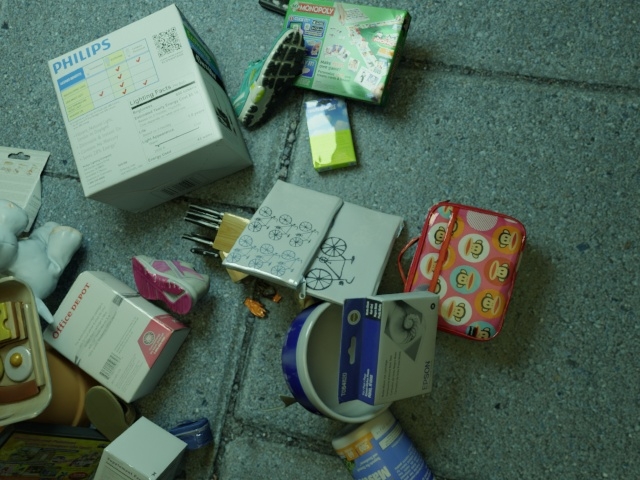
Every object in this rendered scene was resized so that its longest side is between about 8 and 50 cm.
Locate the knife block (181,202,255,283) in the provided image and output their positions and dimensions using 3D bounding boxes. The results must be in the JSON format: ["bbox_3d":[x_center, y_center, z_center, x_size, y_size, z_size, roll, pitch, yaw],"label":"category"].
[{"bbox_3d":[-0.196,-0.025,1.187,0.276,0.088,0.241,-28,81,5],"label":"knife block"}]

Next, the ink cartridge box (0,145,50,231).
[{"bbox_3d":[-0.871,-0.146,1.337,0.189,0.066,0.232,8,64,10],"label":"ink cartridge box"}]

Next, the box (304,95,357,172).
[{"bbox_3d":[0.025,-0.271,1.205,0.109,0.042,0.178,-10,81,7],"label":"box"}]

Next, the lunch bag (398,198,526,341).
[{"bbox_3d":[0.308,0.063,1.090,0.259,0.120,0.292,16,88,15],"label":"lunch bag"}]

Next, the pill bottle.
[{"bbox_3d":[0.158,0.514,1.037,0.152,0.152,0.272,-35,79,3],"label":"pill bottle"}]

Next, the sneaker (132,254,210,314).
[{"bbox_3d":[-0.377,0.099,1.202,0.253,0.111,0.102,24,120,28],"label":"sneaker"}]

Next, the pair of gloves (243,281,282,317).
[{"bbox_3d":[-0.146,0.150,1.199,0.074,0.010,0.083,37,89,11],"label":"pair of gloves"}]

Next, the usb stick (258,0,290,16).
[{"bbox_3d":[-0.034,-0.608,1.254,0.278,0.045,0.077,26,81,11],"label":"usb stick"}]

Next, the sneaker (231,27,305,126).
[{"bbox_3d":[-0.143,-0.412,1.179,0.275,0.107,0.110,-47,67,31],"label":"sneaker"}]

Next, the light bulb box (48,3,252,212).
[{"bbox_3d":[-0.415,-0.310,1.186,0.358,0.225,0.360,-21,80,7],"label":"light bulb box"}]

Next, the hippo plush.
[{"bbox_3d":[-0.769,0.035,1.156,0.235,0.236,0.294,-10,56,25],"label":"hippo plush"}]

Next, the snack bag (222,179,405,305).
[{"bbox_3d":[0.000,0.000,1.084,0.343,0.037,0.323,18,46,10],"label":"snack bag"}]

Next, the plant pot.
[{"bbox_3d":[-0.733,0.390,1.165,0.291,0.203,0.290,-1,84,8],"label":"plant pot"}]

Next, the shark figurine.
[{"bbox_3d":[-0.034,0.269,1.115,0.166,0.116,0.278,22,69,-31],"label":"shark figurine"}]

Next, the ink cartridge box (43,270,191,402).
[{"bbox_3d":[-0.506,0.232,1.190,0.283,0.117,0.207,31,89,10],"label":"ink cartridge box"}]

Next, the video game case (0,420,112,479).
[{"bbox_3d":[-0.664,0.537,1.111,0.248,0.275,0.035,-50,50,1],"label":"video game case"}]

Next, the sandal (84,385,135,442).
[{"bbox_3d":[-0.501,0.446,1.188,0.088,0.079,0.239,-20,106,8],"label":"sandal"}]

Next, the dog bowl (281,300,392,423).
[{"bbox_3d":[0.053,0.255,1.037,0.265,0.104,0.264,9,73,-30],"label":"dog bowl"}]

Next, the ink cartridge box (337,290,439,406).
[{"bbox_3d":[0.144,0.220,0.972,0.224,0.045,0.223,-1,98,-31],"label":"ink cartridge box"}]

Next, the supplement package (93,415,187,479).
[{"bbox_3d":[-0.430,0.563,1.095,0.139,0.134,0.243,28,108,10],"label":"supplement package"}]

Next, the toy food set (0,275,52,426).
[{"bbox_3d":[-0.726,0.250,1.026,0.220,0.092,0.305,-17,82,8],"label":"toy food set"}]

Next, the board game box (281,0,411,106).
[{"bbox_3d":[0.040,-0.466,1.164,0.318,0.046,0.213,21,100,25],"label":"board game box"}]

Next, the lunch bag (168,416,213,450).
[{"bbox_3d":[-0.320,0.471,1.159,0.099,0.067,0.065,-16,81,8],"label":"lunch bag"}]
